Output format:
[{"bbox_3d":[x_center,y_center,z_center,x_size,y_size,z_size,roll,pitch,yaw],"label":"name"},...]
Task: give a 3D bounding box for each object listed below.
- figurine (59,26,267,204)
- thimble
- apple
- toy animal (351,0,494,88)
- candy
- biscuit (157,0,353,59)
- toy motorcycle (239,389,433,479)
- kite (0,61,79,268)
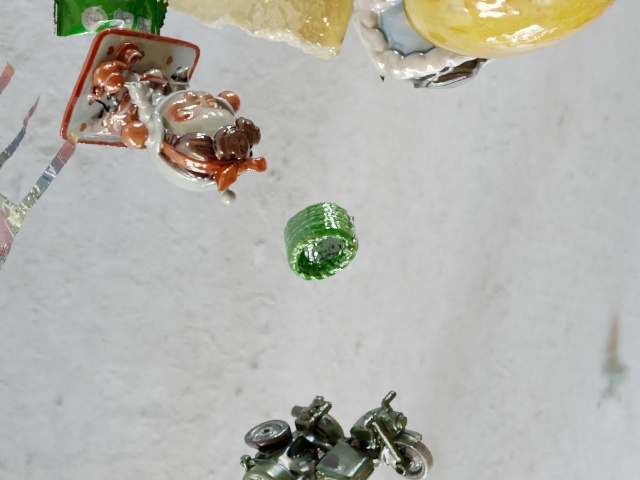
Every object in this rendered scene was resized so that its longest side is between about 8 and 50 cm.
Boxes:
[{"bbox_3d":[-0.165,-0.132,1.366,0.183,0.226,0.160,-1,123,-53],"label":"figurine"},{"bbox_3d":[0.000,0.000,1.910,0.118,0.130,0.090,53,19,-43],"label":"thimble"},{"bbox_3d":[0.238,-0.367,1.378,0.299,0.275,0.299,0,90,-90],"label":"apple"},{"bbox_3d":[0.160,-0.320,1.615,0.208,0.156,0.204,-15,80,-59],"label":"toy animal"},{"bbox_3d":[-0.284,-0.337,1.542,0.203,0.078,0.141,7,69,-47],"label":"candy"},{"bbox_3d":[-0.106,-0.524,1.817,0.104,0.429,0.446,-22,137,-56],"label":"biscuit"},{"bbox_3d":[0.018,0.327,1.704,0.205,0.275,0.127,-39,124,-47],"label":"toy motorcycle"},{"bbox_3d":[-0.418,-0.063,1.385,0.204,0.360,0.022,51,36,1],"label":"kite"}]
